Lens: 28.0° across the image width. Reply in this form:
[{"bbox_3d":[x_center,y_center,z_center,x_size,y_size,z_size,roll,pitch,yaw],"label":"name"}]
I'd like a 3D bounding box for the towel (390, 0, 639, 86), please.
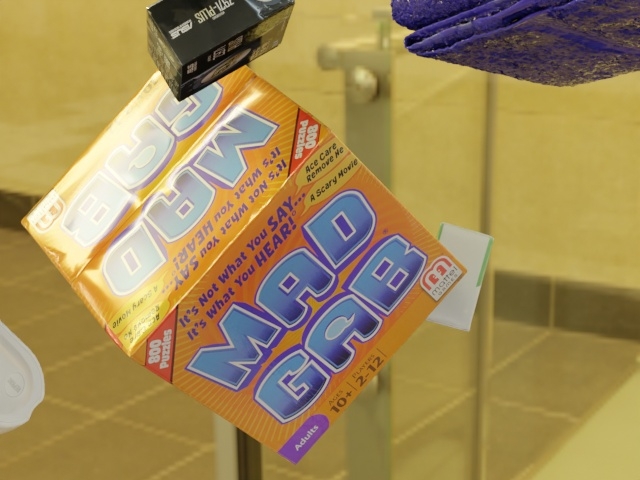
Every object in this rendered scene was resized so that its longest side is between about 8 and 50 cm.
[{"bbox_3d":[0.219,-0.182,1.054,0.228,0.076,0.308,15,-8,-25],"label":"towel"}]

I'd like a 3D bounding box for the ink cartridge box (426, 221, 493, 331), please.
[{"bbox_3d":[0.213,0.061,2.059,0.093,0.154,0.212,15,-2,4],"label":"ink cartridge box"}]

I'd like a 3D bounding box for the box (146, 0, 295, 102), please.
[{"bbox_3d":[-0.117,-0.243,1.460,0.147,0.077,0.180,-31,-2,-10],"label":"box"}]

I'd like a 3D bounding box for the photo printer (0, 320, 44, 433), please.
[{"bbox_3d":[-0.450,0.096,1.347,0.256,0.307,0.107,-4,45,42],"label":"photo printer"}]

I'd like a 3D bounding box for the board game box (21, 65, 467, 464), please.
[{"bbox_3d":[-0.103,0.008,1.719,0.356,0.356,0.356,42,0,-45],"label":"board game box"}]
